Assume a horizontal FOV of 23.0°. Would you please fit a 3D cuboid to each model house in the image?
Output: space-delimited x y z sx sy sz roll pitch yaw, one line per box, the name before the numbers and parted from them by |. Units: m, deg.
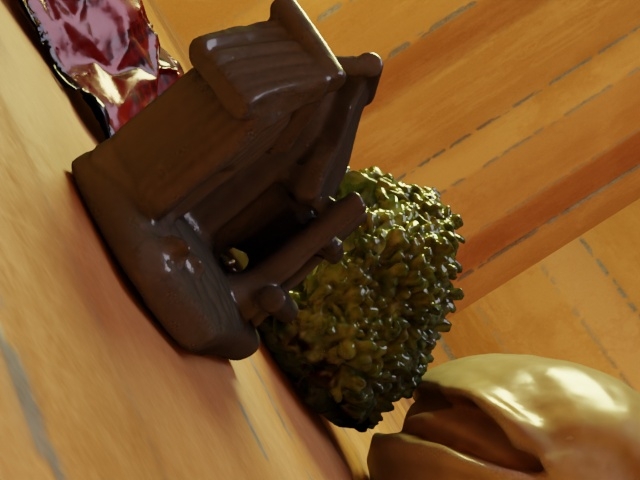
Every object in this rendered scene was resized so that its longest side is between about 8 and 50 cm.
model house | -0.036 -0.038 0.873 0.122 0.188 0.229 42 -2 12

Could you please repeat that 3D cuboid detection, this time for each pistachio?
pistachio | 0.161 0.185 1.242 0.214 0.193 0.318 41 -11 -29

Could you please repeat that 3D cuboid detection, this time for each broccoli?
broccoli | 0.018 0.002 1.246 0.273 0.180 0.242 57 3 -6

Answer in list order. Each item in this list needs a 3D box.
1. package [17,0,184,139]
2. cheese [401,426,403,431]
package | -0.138 -0.128 1.062 0.269 0.071 0.194 56 25 -14
cheese | 0.181 0.264 1.555 0.263 0.093 0.159 49 34 -4
